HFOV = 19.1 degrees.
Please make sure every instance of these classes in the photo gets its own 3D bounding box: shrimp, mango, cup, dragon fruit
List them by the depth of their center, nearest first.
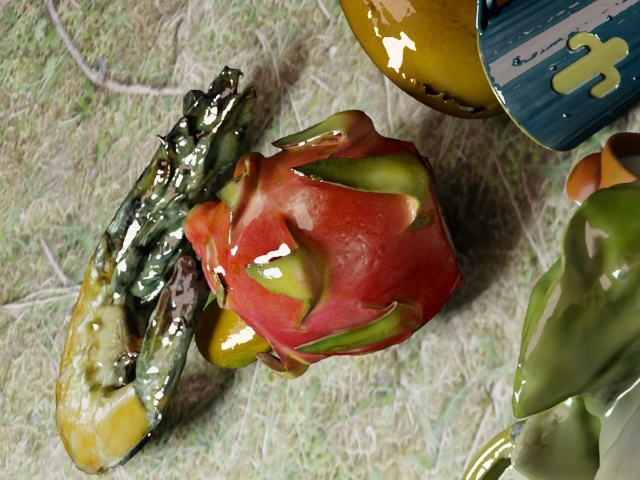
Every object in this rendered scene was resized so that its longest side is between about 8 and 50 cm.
[{"bbox_3d":[0.211,-0.178,1.500,0.155,0.176,0.131,-30,18,33],"label":"cup"},{"bbox_3d":[0.005,0.000,1.626,0.227,0.224,0.224,-18,54,-2],"label":"dragon fruit"},{"bbox_3d":[0.102,-0.213,1.647,0.236,0.166,0.136,59,168,19],"label":"mango"},{"bbox_3d":[-0.074,0.082,1.822,0.114,0.057,0.079,-19,57,42],"label":"mango"},{"bbox_3d":[-0.162,0.036,1.877,0.445,0.085,0.272,-64,27,17],"label":"shrimp"}]

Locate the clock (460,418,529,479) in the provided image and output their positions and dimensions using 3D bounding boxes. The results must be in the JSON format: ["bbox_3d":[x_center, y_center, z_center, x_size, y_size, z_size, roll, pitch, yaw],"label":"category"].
[{"bbox_3d":[0.187,0.252,1.459,0.237,0.057,0.237,-13,73,48],"label":"clock"}]

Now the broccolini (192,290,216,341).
[{"bbox_3d":[-0.073,0.022,1.860,0.216,0.058,0.067,-61,6,27],"label":"broccolini"}]

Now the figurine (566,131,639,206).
[{"bbox_3d":[0.248,0.016,1.425,0.143,0.143,0.271,30,123,50],"label":"figurine"}]

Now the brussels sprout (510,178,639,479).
[{"bbox_3d":[0.348,0.088,1.123,0.361,0.342,0.425,-43,46,-16],"label":"brussels sprout"}]
